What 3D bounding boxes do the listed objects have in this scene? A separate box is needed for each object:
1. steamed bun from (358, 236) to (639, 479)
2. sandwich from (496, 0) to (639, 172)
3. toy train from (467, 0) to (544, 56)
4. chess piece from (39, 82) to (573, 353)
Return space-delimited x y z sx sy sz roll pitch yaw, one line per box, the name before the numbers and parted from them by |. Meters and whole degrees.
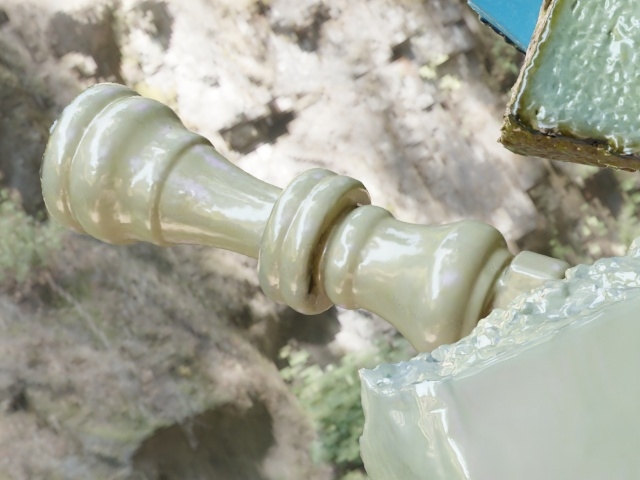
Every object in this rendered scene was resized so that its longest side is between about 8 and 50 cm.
steamed bun | 0.131 0.100 0.596 0.225 0.200 0.170 -10 -6 -9
sandwich | 0.297 -0.145 0.914 0.095 0.273 0.249 31 -100 -75
toy train | 0.311 -0.312 1.300 0.300 0.188 0.265 -17 -37 -41
chess piece | 0.000 0.000 0.830 0.117 0.397 0.117 -48 -31 -42
